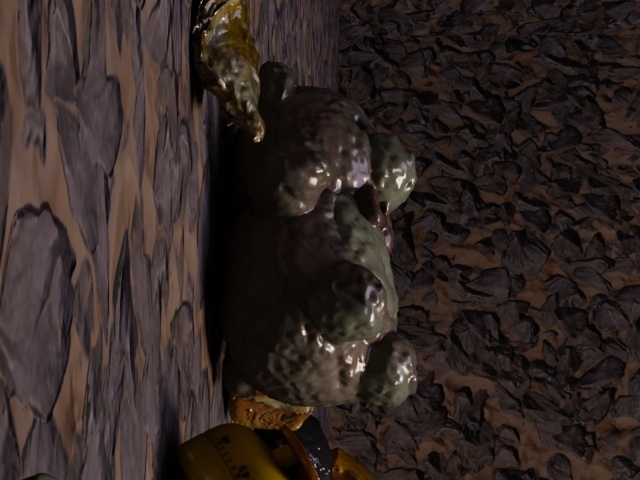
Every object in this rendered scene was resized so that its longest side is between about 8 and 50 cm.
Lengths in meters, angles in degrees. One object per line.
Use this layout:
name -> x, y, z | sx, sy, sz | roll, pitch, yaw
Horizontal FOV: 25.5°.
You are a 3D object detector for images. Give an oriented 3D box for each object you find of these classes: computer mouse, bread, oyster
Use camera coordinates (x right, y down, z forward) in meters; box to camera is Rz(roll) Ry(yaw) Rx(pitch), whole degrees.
computer mouse -> -0.024, 0.236, 1.442 | 0.217, 0.073, 0.122 | 91, 2, -80
bread -> -0.038, 0.098, 1.155 | 0.132, 0.074, 0.053 | -83, -176, -56
oyster -> -0.068, -0.144, 0.954 | 0.146, 0.045, 0.121 | -86, 161, -61

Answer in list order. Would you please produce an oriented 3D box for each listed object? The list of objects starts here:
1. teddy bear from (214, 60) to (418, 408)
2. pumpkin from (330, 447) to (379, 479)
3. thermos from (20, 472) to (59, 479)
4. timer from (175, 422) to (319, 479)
teddy bear -> -0.001, 0.001, 1.091 | 0.236, 0.151, 0.267 | 67, 24, -47
pumpkin -> 0.023, 0.346, 1.549 | 0.126, 0.131, 0.248 | 43, 24, -14
thermos -> -0.051, 0.156, 0.380 | 0.176, 0.146, 0.265 | 65, -3, -5
timer -> -0.055, 0.166, 0.836 | 0.107, 0.109, 0.107 | 59, -13, 23
